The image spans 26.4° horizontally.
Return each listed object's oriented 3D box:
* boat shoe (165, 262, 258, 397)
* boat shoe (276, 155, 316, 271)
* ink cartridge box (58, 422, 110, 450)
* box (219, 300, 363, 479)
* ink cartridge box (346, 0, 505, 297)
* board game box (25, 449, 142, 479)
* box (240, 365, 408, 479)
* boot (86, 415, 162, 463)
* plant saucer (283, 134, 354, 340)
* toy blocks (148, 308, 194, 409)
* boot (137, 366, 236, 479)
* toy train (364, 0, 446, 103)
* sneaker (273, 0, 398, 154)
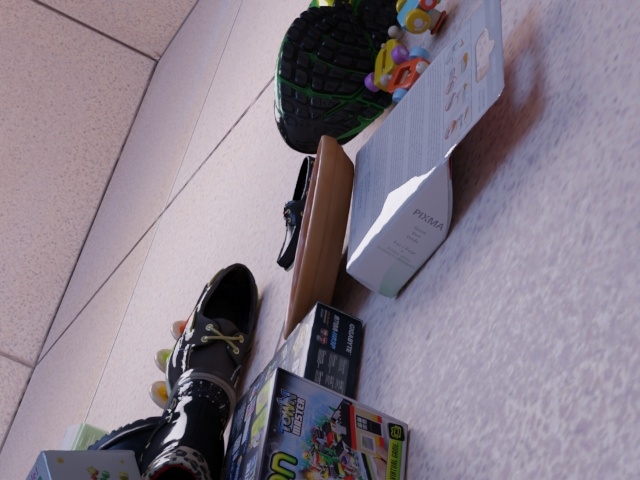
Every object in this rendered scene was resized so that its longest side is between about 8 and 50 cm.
[{"bbox_3d":[-0.119,0.110,1.537,0.228,0.081,0.069,-82,18,-55],"label":"boat shoe"},{"bbox_3d":[-0.024,-0.030,1.523,0.133,0.042,0.049,-69,17,-11],"label":"boat shoe"},{"bbox_3d":[-0.404,0.379,2.143,0.235,0.056,0.171,-24,44,65],"label":"ink cartridge box"},{"bbox_3d":[-0.034,0.186,1.180,0.175,0.051,0.220,-54,18,39],"label":"box"},{"bbox_3d":[0.104,-0.085,1.163,0.225,0.056,0.181,-48,21,33],"label":"ink cartridge box"},{"bbox_3d":[-0.203,0.363,1.155,0.224,0.097,0.303,-53,46,34],"label":"board game box"},{"bbox_3d":[-0.001,0.192,0.935,0.036,0.114,0.207,-52,20,39],"label":"box"},{"bbox_3d":[-0.240,0.339,1.555,0.246,0.094,0.207,-29,48,1],"label":"boot"},{"bbox_3d":[0.000,0.000,1.306,0.200,0.037,0.200,-170,90,-87],"label":"plant saucer"},{"bbox_3d":[-0.156,0.124,1.698,0.148,0.054,0.123,-57,17,27],"label":"toy blocks"},{"bbox_3d":[-0.148,0.257,1.302,0.178,0.085,0.236,-81,9,-69],"label":"boot"},{"bbox_3d":[0.103,-0.196,1.359,0.125,0.046,0.166,-16,50,62],"label":"toy train"},{"bbox_3d":[0.017,-0.184,1.514,0.343,0.134,0.146,-70,6,-56],"label":"sneaker"}]
